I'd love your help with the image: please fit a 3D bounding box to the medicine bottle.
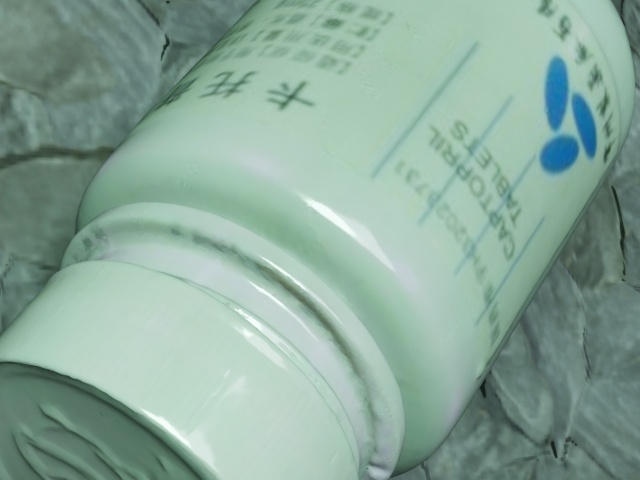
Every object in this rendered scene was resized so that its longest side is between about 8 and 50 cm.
[{"bbox_3d":[0.000,0.000,0.605,0.170,0.170,0.293,45,53,-11],"label":"medicine bottle"}]
